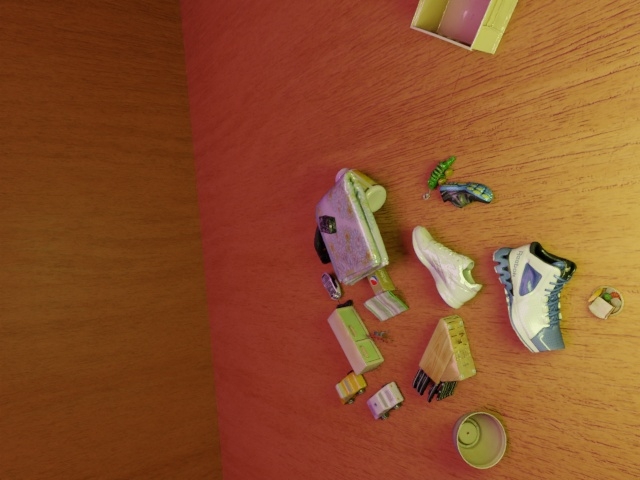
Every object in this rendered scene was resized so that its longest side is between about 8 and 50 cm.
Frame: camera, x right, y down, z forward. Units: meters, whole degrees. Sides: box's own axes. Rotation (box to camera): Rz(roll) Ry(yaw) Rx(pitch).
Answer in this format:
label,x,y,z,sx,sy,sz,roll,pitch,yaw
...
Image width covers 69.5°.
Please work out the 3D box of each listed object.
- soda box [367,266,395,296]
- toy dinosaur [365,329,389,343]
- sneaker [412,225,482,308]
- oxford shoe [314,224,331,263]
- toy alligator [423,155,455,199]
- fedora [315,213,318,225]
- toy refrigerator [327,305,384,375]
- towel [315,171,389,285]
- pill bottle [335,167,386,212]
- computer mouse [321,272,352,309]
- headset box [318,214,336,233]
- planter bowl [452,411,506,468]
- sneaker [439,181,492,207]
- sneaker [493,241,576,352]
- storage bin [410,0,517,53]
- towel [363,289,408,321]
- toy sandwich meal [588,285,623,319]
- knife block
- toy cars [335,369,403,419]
label,x,y,z,sx,sy,sz,roll,pitch,yaw
soda box,0.220,0.131,1.814,0.058,0.061,0.181,-49,56,45
toy dinosaur,0.233,0.389,1.824,0.082,0.090,0.047,-130,24,-80
sneaker,0.420,0.066,1.531,0.152,0.114,0.305,-42,65,31
oxford shoe,0.000,0.000,2.021,0.096,0.082,0.227,55,158,38
toy alligator,0.388,-0.209,1.566,0.056,0.051,0.190,58,135,32
fedora,0.035,-0.104,2.020,0.194,0.079,0.195,7,99,52
toy refrigerator,0.144,0.407,1.911,0.094,0.102,0.270,-56,51,39
towel,0.112,-0.034,1.778,0.320,0.090,0.375,-39,68,61
pill bottle,0.152,-0.206,1.823,0.215,0.117,0.117,44,127,41
computer mouse,0.069,0.223,2.043,0.193,0.042,0.106,61,142,20
headset box,0.025,-0.062,1.797,0.083,0.032,0.062,18,119,61
planter bowl,0.485,0.620,1.460,0.109,0.161,0.162,129,130,-76
sneaker,0.466,-0.141,1.474,0.188,0.067,0.078,15,127,49
sneaker,0.606,0.138,1.254,0.182,0.127,0.316,-37,63,51
storage bin,0.443,-0.729,1.382,0.262,0.123,0.261,46,128,41
towel,0.248,0.253,1.771,0.113,0.023,0.152,41,140,-10
toy sandwich meal,0.726,0.158,1.179,0.085,0.029,0.086,8,100,52
knife block,0.398,0.409,1.587,0.242,0.088,0.276,-24,75,51
toy cars,0.174,0.642,1.907,0.393,0.087,0.177,0,94,53
